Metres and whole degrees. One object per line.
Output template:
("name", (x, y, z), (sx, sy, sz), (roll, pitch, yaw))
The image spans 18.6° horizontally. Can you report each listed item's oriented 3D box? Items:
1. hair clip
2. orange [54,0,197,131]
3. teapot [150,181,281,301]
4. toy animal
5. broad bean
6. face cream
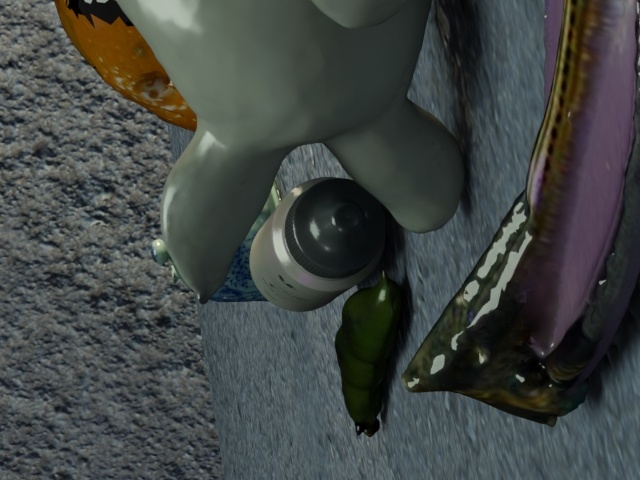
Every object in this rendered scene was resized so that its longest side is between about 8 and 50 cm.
("hair clip", (0.109, -0.023, 0.888), (0.359, 0.095, 0.110), (103, -168, -50))
("orange", (-0.080, -0.178, 1.393), (0.234, 0.234, 0.182), (108, -179, -73))
("teapot", (-0.113, -0.001, 2.124), (0.232, 0.159, 0.159), (103, 155, -71))
("toy animal", (-0.011, -0.135, 1.084), (0.368, 0.196, 0.241), (92, 164, -48))
("broad bean", (0.036, 0.087, 1.576), (0.297, 0.043, 0.060), (95, 151, -66))
("face cream", (0.000, 0.000, 1.540), (0.311, 0.092, 0.092), (131, 127, -80))
